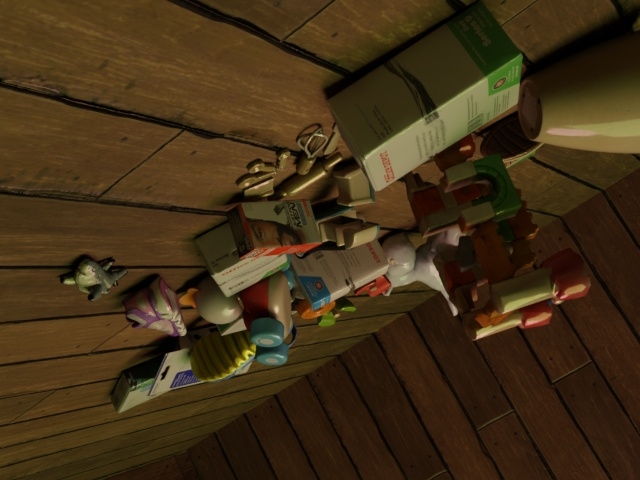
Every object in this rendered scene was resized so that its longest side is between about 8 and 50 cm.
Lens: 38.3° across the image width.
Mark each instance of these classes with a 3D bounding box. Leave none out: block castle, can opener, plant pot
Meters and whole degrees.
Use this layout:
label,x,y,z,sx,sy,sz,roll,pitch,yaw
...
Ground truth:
label,x,y,z,sx,sy,sz,roll,pitch,yaw
block castle,0.318,-0.062,1.698,0.213,0.453,0.303,-18,163,-10
can opener,0.000,0.000,1.993,0.186,0.059,0.073,-5,-133,42
plant pot,0.549,-0.282,1.857,0.274,0.256,0.256,-10,162,-9

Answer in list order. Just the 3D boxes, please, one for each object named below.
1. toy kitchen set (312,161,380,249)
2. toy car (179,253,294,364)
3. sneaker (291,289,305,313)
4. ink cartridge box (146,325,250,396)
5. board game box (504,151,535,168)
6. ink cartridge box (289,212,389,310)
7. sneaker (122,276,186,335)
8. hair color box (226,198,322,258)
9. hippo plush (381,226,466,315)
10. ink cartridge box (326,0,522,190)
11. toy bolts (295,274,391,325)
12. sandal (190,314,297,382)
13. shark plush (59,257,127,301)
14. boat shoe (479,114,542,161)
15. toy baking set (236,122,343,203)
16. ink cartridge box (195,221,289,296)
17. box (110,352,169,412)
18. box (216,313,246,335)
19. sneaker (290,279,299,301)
label,x,y,z,sx,sy,sz,roll,pitch,yaw
toy kitchen set,0.048,-0.087,1.879,0.122,0.166,0.207,-19,-161,-31
toy car,-0.186,0.137,2.013,0.238,0.219,0.210,2,152,4
sneaker,-0.057,0.143,2.430,0.237,0.085,0.086,-21,171,-17
ink cartridge box,-0.306,0.302,2.414,0.333,0.065,0.165,-7,136,-45
board game box,0.479,-0.229,2.265,0.124,0.039,0.259,-28,168,-1
ink cartridge box,0.038,0.050,2.147,0.203,0.148,0.086,-26,164,-10
sneaker,-0.345,0.148,1.900,0.105,0.095,0.236,-21,160,-3
hair color box,-0.083,-0.023,1.689,0.167,0.093,0.053,-7,164,-43
hippo plush,0.273,0.038,2.558,0.237,0.234,0.294,1,148,3
ink cartridge box,0.170,-0.224,1.485,0.289,0.121,0.211,-33,165,1
toy bolts,0.033,0.086,2.269,0.229,0.158,0.218,-33,157,22
sandal,-0.179,0.263,2.273,0.317,0.126,0.138,-27,156,20
shark plush,-0.375,0.062,1.609,0.161,0.073,0.067,11,108,-62
boat shoe,0.473,-0.245,2.078,0.258,0.095,0.095,-29,172,-3
toy baking set,-0.035,-0.133,1.618,0.256,0.030,0.197,-31,166,7
ink cartridge box,-0.152,0.025,1.825,0.153,0.086,0.208,-27,166,-6
box,-0.411,0.363,2.556,0.322,0.058,0.232,-23,164,-29
box,-0.196,0.153,2.152,0.102,0.101,0.087,-11,157,-50
sneaker,-0.109,0.132,2.263,0.080,0.094,0.212,-17,162,-44
